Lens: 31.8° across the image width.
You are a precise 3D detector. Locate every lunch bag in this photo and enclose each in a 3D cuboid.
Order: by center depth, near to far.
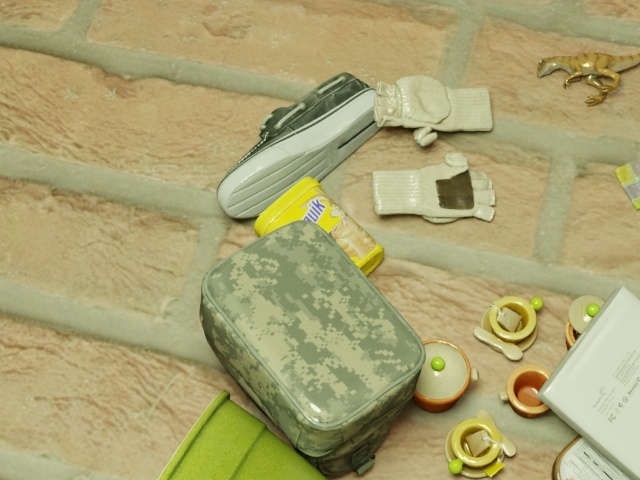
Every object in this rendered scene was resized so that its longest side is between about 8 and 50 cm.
[{"bbox_3d":[-0.022,0.160,1.550,0.212,0.256,0.305,-31,64,-25],"label":"lunch bag"}]

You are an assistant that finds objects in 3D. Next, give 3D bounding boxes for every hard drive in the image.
[{"bbox_3d":[0.476,0.238,1.555,0.307,0.040,0.203,41,72,1],"label":"hard drive"}]

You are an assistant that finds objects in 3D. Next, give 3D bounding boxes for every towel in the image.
[{"bbox_3d":[0.507,-0.091,1.778,0.060,0.009,0.083,-19,64,-6],"label":"towel"}]

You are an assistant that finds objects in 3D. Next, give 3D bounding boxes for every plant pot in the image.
[{"bbox_3d":[-0.064,0.434,1.405,0.353,0.366,0.366,30,69,3],"label":"plant pot"}]

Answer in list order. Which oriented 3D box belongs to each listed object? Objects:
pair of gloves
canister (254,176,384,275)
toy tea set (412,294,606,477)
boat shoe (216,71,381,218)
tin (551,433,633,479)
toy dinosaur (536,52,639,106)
[{"bbox_3d":[0.181,-0.148,1.772,0.204,0.042,0.240,7,74,-15],"label":"pair of gloves"},{"bbox_3d":[0.000,0.000,1.734,0.126,0.073,0.170,-41,70,-15],"label":"canister"},{"bbox_3d":[0.269,0.171,1.604,0.336,0.124,0.200,-39,68,-14],"label":"toy tea set"},{"bbox_3d":[-0.044,-0.154,1.800,0.335,0.121,0.119,-34,59,-24],"label":"boat shoe"},{"bbox_3d":[0.409,0.303,1.582,0.189,0.040,0.106,-40,64,-14],"label":"tin"},{"bbox_3d":[0.466,-0.285,1.846,0.211,0.064,0.112,-3,63,2],"label":"toy dinosaur"}]
